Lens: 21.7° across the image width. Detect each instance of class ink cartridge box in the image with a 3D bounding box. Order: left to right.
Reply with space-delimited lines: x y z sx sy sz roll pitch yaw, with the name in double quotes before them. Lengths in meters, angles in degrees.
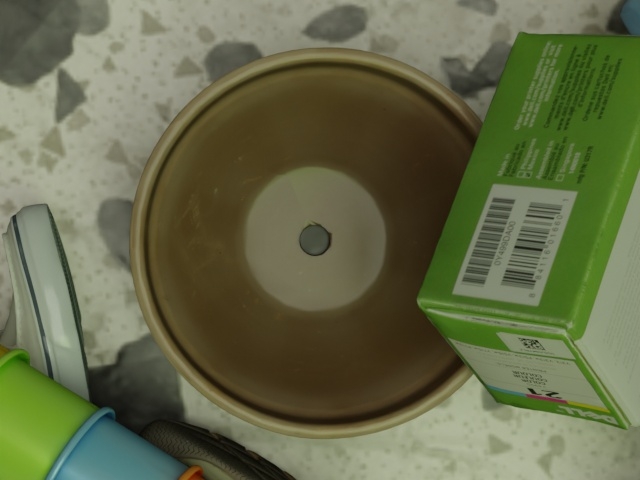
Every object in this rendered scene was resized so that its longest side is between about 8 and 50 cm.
"ink cartridge box" 0.175 0.026 1.002 0.097 0.255 0.188 8 63 33

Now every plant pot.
"plant pot" 0.000 0.000 1.048 0.237 0.110 0.237 0 92 -6

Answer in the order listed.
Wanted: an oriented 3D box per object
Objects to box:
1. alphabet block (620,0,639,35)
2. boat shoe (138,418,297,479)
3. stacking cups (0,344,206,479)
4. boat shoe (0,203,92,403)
"alphabet block" 0.339 -0.141 1.006 0.197 0.193 0.192 -39 97 -25
"boat shoe" 0.005 0.256 1.046 0.355 0.132 0.130 41 88 -4
"stacking cups" -0.114 0.141 0.959 0.316 0.096 0.096 27 89 9
"boat shoe" -0.182 0.093 1.047 0.076 0.083 0.226 -11 93 -6
